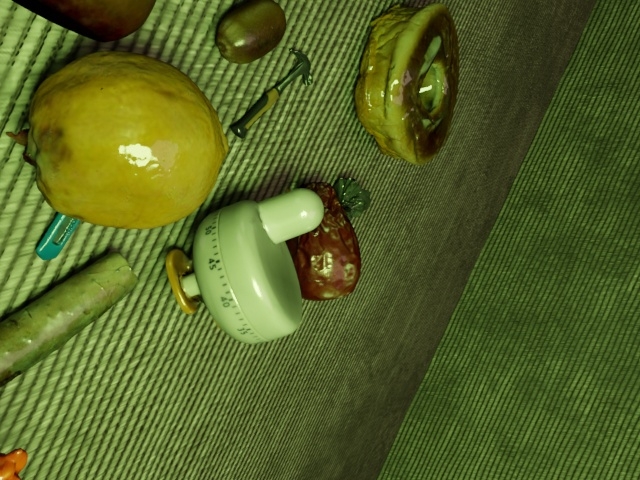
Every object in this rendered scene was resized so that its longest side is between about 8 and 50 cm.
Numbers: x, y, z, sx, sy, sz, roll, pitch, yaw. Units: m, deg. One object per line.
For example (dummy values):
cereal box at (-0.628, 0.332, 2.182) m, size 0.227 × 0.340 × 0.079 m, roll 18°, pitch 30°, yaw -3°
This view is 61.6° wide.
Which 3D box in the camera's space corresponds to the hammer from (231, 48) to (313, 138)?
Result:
hammer at (-0.080, -0.244, 0.894) m, size 0.201 × 0.021 × 0.078 m, roll -51°, pitch 148°, yaw -25°

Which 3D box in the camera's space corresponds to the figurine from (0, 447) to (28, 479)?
figurine at (-0.430, 0.251, 0.452) m, size 0.306 × 0.241 × 0.412 m, roll -19°, pitch 132°, yaw 0°

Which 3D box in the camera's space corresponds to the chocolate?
chocolate at (-0.222, -0.282, 0.497) m, size 0.176 × 0.176 × 0.177 m, roll -38°, pitch 141°, yaw -39°

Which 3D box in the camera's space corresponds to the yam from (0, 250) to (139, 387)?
yam at (-0.362, 0.119, 0.659) m, size 0.317 × 0.067 × 0.071 m, roll -41°, pitch 113°, yaw -34°

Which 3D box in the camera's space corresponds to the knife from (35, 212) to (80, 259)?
knife at (-0.269, -0.103, 0.686) m, size 0.297 × 0.026 × 0.044 m, roll -61°, pitch 162°, yaw -8°

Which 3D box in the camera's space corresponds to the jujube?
jujube at (0.000, 0.000, 1.038) m, size 0.168 × 0.168 × 0.237 m, roll 21°, pitch 63°, yaw -61°

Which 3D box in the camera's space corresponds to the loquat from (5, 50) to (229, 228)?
loquat at (-0.216, -0.106, 0.600) m, size 0.234 × 0.176 × 0.187 m, roll -1°, pitch 83°, yaw -31°

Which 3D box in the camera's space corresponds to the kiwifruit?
kiwifruit at (-0.098, -0.301, 0.773) m, size 0.124 × 0.075 × 0.075 m, roll -47°, pitch 147°, yaw -36°

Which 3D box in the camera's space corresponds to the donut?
donut at (0.185, -0.328, 1.149) m, size 0.330 × 0.159 × 0.330 m, roll -30°, pitch 126°, yaw -54°

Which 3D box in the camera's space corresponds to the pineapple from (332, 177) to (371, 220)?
pineapple at (0.037, -0.026, 1.175) m, size 0.119 × 0.111 × 0.237 m, roll 57°, pitch 52°, yaw -89°

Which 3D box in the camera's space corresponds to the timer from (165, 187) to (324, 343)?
timer at (-0.091, 0.041, 0.868) m, size 0.240 × 0.234 × 0.233 m, roll -20°, pitch 148°, yaw 10°
